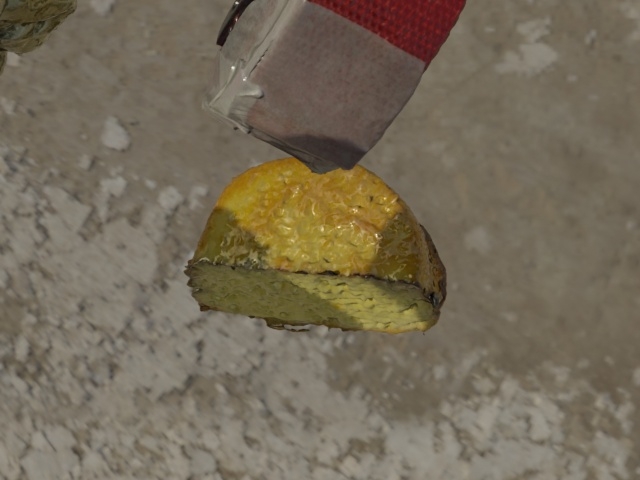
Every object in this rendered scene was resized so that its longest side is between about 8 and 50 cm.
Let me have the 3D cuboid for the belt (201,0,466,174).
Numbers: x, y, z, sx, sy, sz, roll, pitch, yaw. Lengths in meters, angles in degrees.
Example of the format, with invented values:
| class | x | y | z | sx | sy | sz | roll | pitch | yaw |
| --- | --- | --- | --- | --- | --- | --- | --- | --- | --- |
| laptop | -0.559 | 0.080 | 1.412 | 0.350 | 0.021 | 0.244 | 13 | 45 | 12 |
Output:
| class | x | y | z | sx | sy | sz | roll | pitch | yaw |
| --- | --- | --- | --- | --- | --- | --- | --- | --- | --- |
| belt | 0.002 | -0.144 | 0.956 | 0.124 | 0.128 | 0.201 | 26 | 123 | -17 |

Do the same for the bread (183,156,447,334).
| class | x | y | z | sx | sy | sz | roll | pitch | yaw |
| --- | --- | --- | --- | --- | --- | --- | --- | --- | --- |
| bread | 0.000 | 0.000 | 1.277 | 0.229 | 0.143 | 0.140 | 6 | 73 | 8 |

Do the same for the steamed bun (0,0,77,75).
| class | x | y | z | sx | sy | sz | roll | pitch | yaw |
| --- | --- | --- | --- | --- | --- | --- | --- | --- | --- |
| steamed bun | -0.251 | -0.160 | 1.010 | 0.106 | 0.177 | 0.192 | 47 | 122 | -6 |
